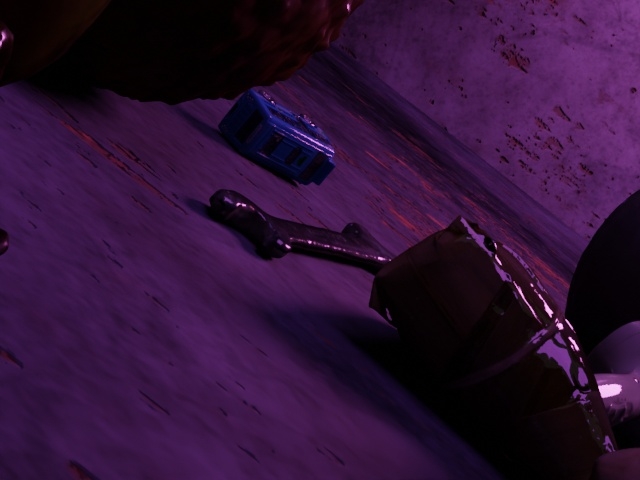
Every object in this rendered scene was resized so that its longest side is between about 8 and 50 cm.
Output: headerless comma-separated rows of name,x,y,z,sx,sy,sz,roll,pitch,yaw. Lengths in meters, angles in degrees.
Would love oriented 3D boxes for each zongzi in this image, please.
zongzi,0.113,0.075,0.813,0.176,0.078,0.160,51,12,14

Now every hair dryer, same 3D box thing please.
hair dryer,0.209,0.130,0.988,0.237,0.075,0.206,16,29,-48

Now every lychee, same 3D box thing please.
lychee,-0.084,-0.195,0.872,0.260,0.260,0.260,37,9,-7

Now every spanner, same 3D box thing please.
spanner,0.000,0.000,0.911,0.054,0.015,0.254,43,10,19

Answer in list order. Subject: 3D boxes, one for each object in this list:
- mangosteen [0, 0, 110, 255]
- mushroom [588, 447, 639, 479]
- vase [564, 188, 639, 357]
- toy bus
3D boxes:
mangosteen,-0.153,-0.166,0.343,0.311,0.311,0.311,37,9,-7
mushroom,0.255,0.204,0.659,0.351,0.097,0.109,34,1,1
vase,0.349,0.082,1.214,0.291,0.245,0.245,37,7,39
toy bus,-0.027,-0.069,1.071,0.083,0.038,0.046,26,20,-48
